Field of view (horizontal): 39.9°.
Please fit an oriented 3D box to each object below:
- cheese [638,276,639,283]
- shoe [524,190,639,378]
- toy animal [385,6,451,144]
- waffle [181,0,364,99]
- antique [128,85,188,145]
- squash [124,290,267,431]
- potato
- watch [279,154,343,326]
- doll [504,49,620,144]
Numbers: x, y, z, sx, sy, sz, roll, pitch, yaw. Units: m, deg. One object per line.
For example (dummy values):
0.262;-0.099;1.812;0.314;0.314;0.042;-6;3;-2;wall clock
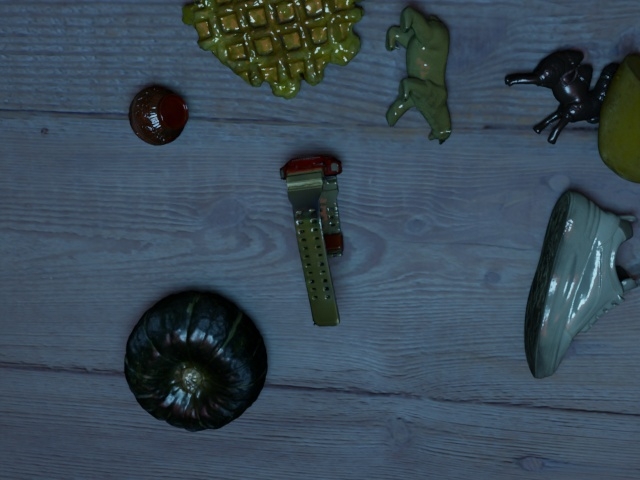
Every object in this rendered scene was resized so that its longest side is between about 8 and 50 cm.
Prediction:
0.610;0.110;1.424;0.235;0.050;0.127;35;118;-18;cheese
0.434;0.081;1.435;0.159;0.124;0.316;7;108;-1;shoe
0.164;-0.258;1.404;0.101;0.103;0.219;-4;102;-14;toy animal
-0.069;-0.399;1.406;0.325;0.068;0.302;33;109;-3;waffle
-0.275;-0.209;1.480;0.104;0.104;0.104;3;106;9;antique
-0.220;0.214;1.555;0.252;0.165;0.252;3;109;8;squash
0.496;-0.164;1.334;0.203;0.178;0.158;13;131;-34;potato
0.000;-0.008;1.453;0.102;0.165;0.268;-7;102;13;watch
0.392;-0.237;1.381;0.165;0.057;0.139;-31;97;8;doll
